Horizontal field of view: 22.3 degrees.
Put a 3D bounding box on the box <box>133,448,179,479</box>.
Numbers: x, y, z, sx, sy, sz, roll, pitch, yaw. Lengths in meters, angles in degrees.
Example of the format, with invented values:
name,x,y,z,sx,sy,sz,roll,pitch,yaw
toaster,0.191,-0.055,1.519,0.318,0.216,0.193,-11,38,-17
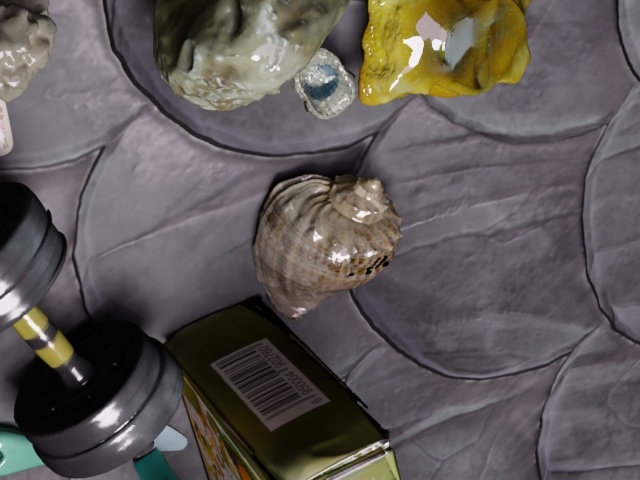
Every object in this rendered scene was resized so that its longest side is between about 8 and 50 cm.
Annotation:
name,x,y,z,sx,sy,sz,roll,pitch,yaw
box,-0.130,0.363,1.867,0.042,0.161,0.226,-32,116,-10

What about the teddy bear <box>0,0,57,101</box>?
name,x,y,z,sx,sy,sz,roll,pitch,yaw
teddy bear,-0.396,-0.331,1.448,0.368,0.224,0.357,19,83,-28

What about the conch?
name,x,y,z,sx,sy,sz,roll,pitch,yaw
conch,0.000,0.000,1.852,0.155,0.130,0.207,38,119,0

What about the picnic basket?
name,x,y,z,sx,sy,sz,roll,pitch,yaw
picnic basket,0.003,-0.168,1.773,0.065,0.083,0.083,-34,119,-2

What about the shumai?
name,x,y,z,sx,sy,sz,roll,pitch,yaw
shumai,-0.099,-0.261,1.606,0.225,0.260,0.222,-30,121,28

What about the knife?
name,x,y,z,sx,sy,sz,roll,pitch,yaw
knife,-0.270,0.225,1.851,0.260,0.034,0.063,-4,109,-30

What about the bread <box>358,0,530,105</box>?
name,x,y,z,sx,sy,sz,roll,pitch,yaw
bread,0.151,-0.230,1.800,0.233,0.088,0.160,-16,129,-37

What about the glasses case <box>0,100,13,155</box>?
name,x,y,z,sx,sy,sz,roll,pitch,yaw
glasses case,-0.337,-0.126,1.668,0.032,0.021,0.083,-17,118,-19

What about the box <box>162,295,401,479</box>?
name,x,y,z,sx,sy,sz,roll,pitch,yaw
box,-0.009,0.322,1.806,0.138,0.373,0.420,-22,119,-16

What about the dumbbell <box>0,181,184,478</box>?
name,x,y,z,sx,sy,sz,roll,pitch,yaw
dumbbell,-0.292,0.096,1.693,0.185,0.185,0.388,-39,121,-5
